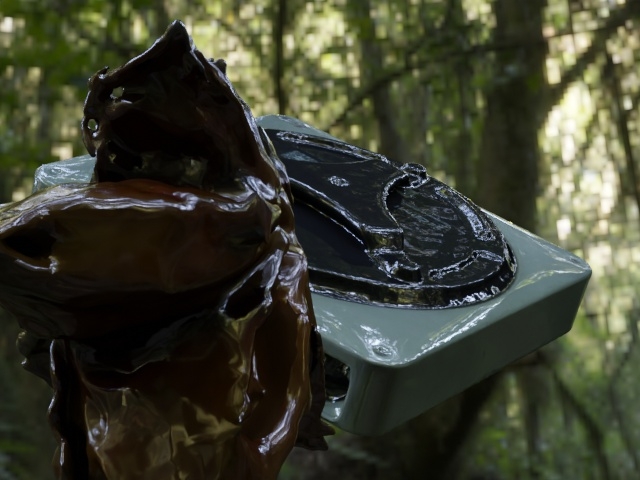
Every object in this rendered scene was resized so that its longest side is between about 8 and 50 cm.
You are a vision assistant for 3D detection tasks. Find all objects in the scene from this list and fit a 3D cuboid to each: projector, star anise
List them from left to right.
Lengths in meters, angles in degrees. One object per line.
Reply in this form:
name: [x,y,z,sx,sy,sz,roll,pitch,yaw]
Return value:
star anise: [-0.069,0.045,0.719,0.148,0.237,0.346,-3,-19,-3]
projector: [0.000,0.000,0.998,0.259,0.257,0.079,-19,-49,-55]
